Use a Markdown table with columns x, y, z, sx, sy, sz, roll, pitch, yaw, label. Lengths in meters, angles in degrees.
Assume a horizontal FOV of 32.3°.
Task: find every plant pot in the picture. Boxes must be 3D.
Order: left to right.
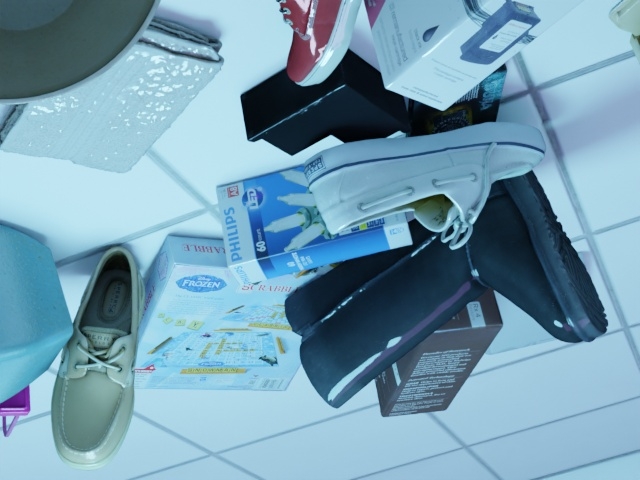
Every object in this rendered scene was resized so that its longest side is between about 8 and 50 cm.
| x | y | z | sx | sy | sz | roll | pitch | yaw | label |
| --- | --- | --- | --- | --- | --- | --- | --- | --- | --- |
| -0.507 | 0.112 | 1.588 | 0.252 | 0.247 | 0.248 | -6 | 153 | -36 | plant pot |
| -0.282 | -0.262 | 0.993 | 0.284 | 0.284 | 0.191 | -5 | -174 | -11 | plant pot |

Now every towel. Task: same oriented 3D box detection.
| x | y | z | sx | sy | sz | roll | pitch | yaw | label |
| --- | --- | --- | --- | --- | --- | --- | --- | --- | --- |
| -0.258 | -0.173 | 1.344 | 0.187 | 0.049 | 0.282 | 11 | 145 | -34 | towel |

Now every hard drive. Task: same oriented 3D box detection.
| x | y | z | sx | sy | sz | roll | pitch | yaw | label |
| --- | --- | --- | --- | --- | --- | --- | --- | --- | --- |
| 0.406 | 0.128 | 2.133 | 0.203 | 0.040 | 0.307 | -14 | 151 | 5 | hard drive |

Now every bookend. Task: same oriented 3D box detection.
| x | y | z | sx | sy | sz | roll | pitch | yaw | label |
| --- | --- | --- | --- | --- | --- | --- | --- | --- | --- |
| 0.009 | -0.165 | 1.429 | 0.156 | 0.072 | 0.157 | -27 | 148 | 28 | bookend |

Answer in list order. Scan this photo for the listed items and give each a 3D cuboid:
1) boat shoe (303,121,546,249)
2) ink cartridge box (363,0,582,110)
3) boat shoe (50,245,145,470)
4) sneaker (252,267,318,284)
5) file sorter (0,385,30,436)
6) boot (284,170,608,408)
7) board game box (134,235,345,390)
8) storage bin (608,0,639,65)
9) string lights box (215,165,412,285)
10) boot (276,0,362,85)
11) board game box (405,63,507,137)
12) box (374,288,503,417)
| x | y | z | sx | sy | sz | roll | pitch | yaw | label |
| --- | --- | --- | --- | --- | --- | --- | --- | --- | --- |
| 0.162 | -0.060 | 1.477 | 0.367 | 0.156 | 0.136 | -8 | 166 | -30 | boat shoe |
| 0.163 | -0.280 | 1.173 | 0.100 | 0.172 | 0.237 | 14 | 142 | -38 | ink cartridge box |
| -0.332 | 0.168 | 1.638 | 0.122 | 0.341 | 0.110 | 5 | 147 | -4 | boat shoe |
| 0.000 | 0.000 | 1.688 | 0.272 | 0.108 | 0.100 | -16 | 150 | 5 | sneaker |
| -0.624 | 0.206 | 1.741 | 0.291 | 0.202 | 0.182 | 3 | 151 | -25 | file sorter |
| 0.164 | 0.109 | 1.621 | 0.445 | 0.367 | 0.146 | -33 | 126 | 17 | boot |
| -0.149 | 0.132 | 1.844 | 0.319 | 0.066 | 0.318 | 5 | 134 | -28 | board game box |
| 0.496 | -0.223 | 1.304 | 0.123 | 0.262 | 0.260 | 7 | 146 | -35 | storage bin |
| -0.010 | -0.035 | 1.591 | 0.260 | 0.133 | 0.077 | -14 | 154 | 5 | string lights box |
| -0.045 | -0.273 | 1.207 | 0.176 | 0.088 | 0.244 | 1 | 141 | -20 | boot |
| 0.183 | -0.176 | 1.518 | 0.126 | 0.026 | 0.186 | -10 | 151 | -5 | board game box |
| 0.188 | 0.155 | 1.946 | 0.143 | 0.191 | 0.381 | -4 | 150 | -14 | box |
